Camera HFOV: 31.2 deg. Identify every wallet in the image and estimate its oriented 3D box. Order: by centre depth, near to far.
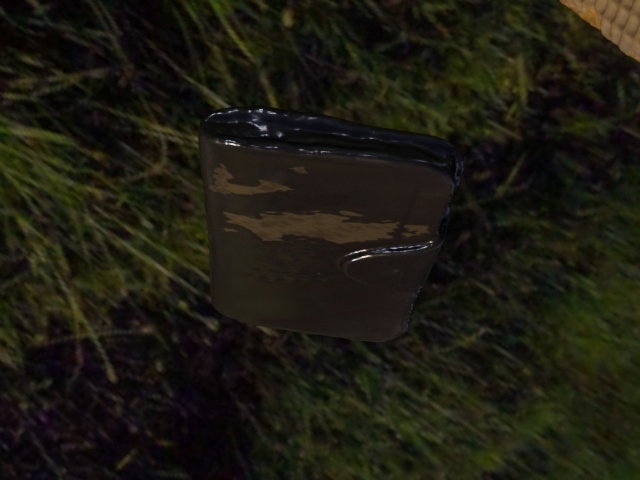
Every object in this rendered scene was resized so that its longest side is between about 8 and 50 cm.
[{"bbox_3d":[0.000,0.000,0.394,0.156,0.082,0.018,102,-4,-67],"label":"wallet"}]

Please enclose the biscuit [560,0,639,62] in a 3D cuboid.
[{"bbox_3d":[0.236,-0.177,0.812,0.054,0.378,0.094,1,121,-23],"label":"biscuit"}]
